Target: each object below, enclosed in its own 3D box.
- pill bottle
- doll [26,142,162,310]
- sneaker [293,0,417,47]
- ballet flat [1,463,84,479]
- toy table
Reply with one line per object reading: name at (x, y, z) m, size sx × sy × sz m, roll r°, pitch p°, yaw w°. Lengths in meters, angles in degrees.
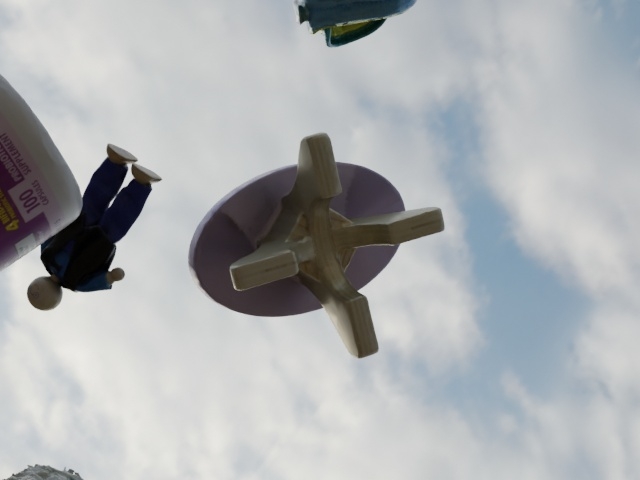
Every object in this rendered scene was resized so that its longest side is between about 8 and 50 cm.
pill bottle at (-0.371, -0.009, 1.094) m, size 0.169 × 0.301 × 0.169 m, roll 47°, pitch -18°, yaw 20°
doll at (-0.246, -0.007, 1.330) m, size 0.129 × 0.046 × 0.189 m, roll 37°, pitch -82°, yaw 22°
sneaker at (-0.022, -0.297, 1.189) m, size 0.319 × 0.127 × 0.208 m, roll 41°, pitch -35°, yaw 46°
ballet flat at (-0.358, 0.366, 1.131) m, size 0.147 × 0.409 × 0.147 m, roll 35°, pitch -11°, yaw 8°
toy table at (0.000, 0.000, 1.454) m, size 0.252 × 0.274 × 0.161 m, roll 66°, pitch -19°, yaw -14°
